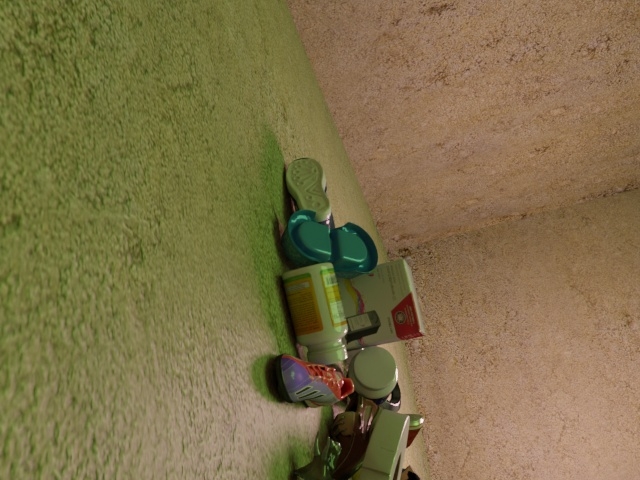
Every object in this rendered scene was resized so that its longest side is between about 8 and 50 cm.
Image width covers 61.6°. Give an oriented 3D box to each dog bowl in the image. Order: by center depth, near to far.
[{"bbox_3d":[0.022,0.019,1.507,0.297,0.074,0.166,16,51,-30],"label":"dog bowl"}]

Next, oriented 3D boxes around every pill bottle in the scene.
[{"bbox_3d":[-0.008,0.189,1.367,0.136,0.136,0.245,14,62,-77],"label":"pill bottle"},{"bbox_3d":[0.156,0.421,1.656,0.264,0.153,0.153,90,-8,-64],"label":"pill bottle"}]

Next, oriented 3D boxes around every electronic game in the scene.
[{"bbox_3d":[0.208,0.500,1.891,0.229,0.048,0.229,42,25,-25],"label":"electronic game"}]

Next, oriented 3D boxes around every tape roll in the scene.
[{"bbox_3d":[0.145,0.619,1.331,0.392,0.072,0.392,11,90,-73],"label":"tape roll"}]

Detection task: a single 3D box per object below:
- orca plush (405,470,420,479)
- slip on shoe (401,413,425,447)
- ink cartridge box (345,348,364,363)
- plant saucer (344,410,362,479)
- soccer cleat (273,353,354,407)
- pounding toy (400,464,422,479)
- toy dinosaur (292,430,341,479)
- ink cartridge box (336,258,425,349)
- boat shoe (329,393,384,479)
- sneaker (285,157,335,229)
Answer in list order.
[{"bbox_3d":[0.230,0.851,1.621,0.102,0.287,0.151,21,5,-41],"label":"orca plush"},{"bbox_3d":[0.244,0.579,1.622,0.331,0.123,0.101,95,-2,-66],"label":"slip on shoe"},{"bbox_3d":[0.097,0.310,1.846,0.139,0.082,0.190,-92,161,-49],"label":"ink cartridge box"},{"bbox_3d":[0.163,0.682,1.698,0.333,0.081,0.332,2,73,-77],"label":"plant saucer"},{"bbox_3d":[-0.013,0.317,1.226,0.318,0.116,0.108,54,24,-61],"label":"soccer cleat"},{"bbox_3d":[0.260,0.856,1.829,0.094,0.181,0.206,49,-6,21],"label":"pounding toy"},{"bbox_3d":[-0.006,0.557,1.048,0.160,0.121,0.313,54,25,-30],"label":"toy dinosaur"},{"bbox_3d":[0.137,0.203,1.610,0.131,0.306,0.226,39,38,-68],"label":"ink cartridge box"},{"bbox_3d":[0.078,0.526,1.453,0.120,0.122,0.324,43,21,6],"label":"boat shoe"},{"bbox_3d":[-0.030,-0.088,1.717,0.322,0.130,0.236,-108,-170,-47],"label":"sneaker"}]
